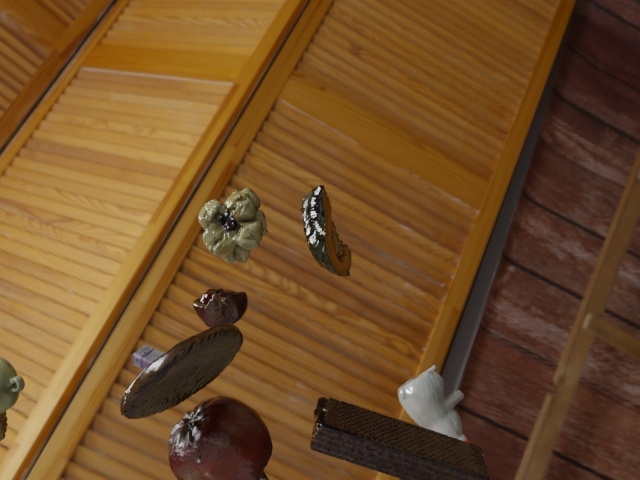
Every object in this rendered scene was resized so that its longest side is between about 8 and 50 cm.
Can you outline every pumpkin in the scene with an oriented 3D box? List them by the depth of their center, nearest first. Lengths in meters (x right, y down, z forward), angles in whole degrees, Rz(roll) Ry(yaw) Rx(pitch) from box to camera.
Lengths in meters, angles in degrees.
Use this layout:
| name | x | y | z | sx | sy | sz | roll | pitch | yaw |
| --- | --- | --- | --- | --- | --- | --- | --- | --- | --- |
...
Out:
| name | x | y | z | sx | sy | sz | roll | pitch | yaw |
| --- | --- | --- | --- | --- | --- | --- | --- | --- | --- |
| pumpkin | -0.005 | -0.002 | 1.746 | 0.111 | 0.163 | 0.278 | -13 | 117 | 19 |

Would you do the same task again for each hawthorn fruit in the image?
| name | x | y | z | sx | sy | sz | roll | pitch | yaw |
| --- | --- | --- | --- | --- | --- | --- | --- | --- | --- |
| hawthorn fruit | -0.237 | 0.554 | 1.515 | 0.300 | 0.254 | 0.254 | 50 | 154 | -13 |

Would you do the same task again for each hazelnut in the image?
| name | x | y | z | sx | sy | sz | roll | pitch | yaw |
| --- | --- | --- | --- | --- | --- | --- | --- | --- | --- |
| hazelnut | -0.369 | 0.244 | 2.197 | 0.160 | 0.201 | 0.170 | 61 | -178 | -9 |

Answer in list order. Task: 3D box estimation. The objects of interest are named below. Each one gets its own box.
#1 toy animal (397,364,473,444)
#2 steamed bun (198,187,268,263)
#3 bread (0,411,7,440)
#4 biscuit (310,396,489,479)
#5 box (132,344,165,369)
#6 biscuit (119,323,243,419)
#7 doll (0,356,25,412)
| name | x | y | z | sx | sy | sz | roll | pitch | yaw |
| --- | --- | --- | --- | --- | --- | --- | --- | --- | --- |
| toy animal | 0.331 | 0.487 | 1.618 | 0.282 | 0.138 | 0.140 | 50 | 126 | -1 |
| steamed bun | -0.235 | -0.031 | 1.541 | 0.177 | 0.192 | 0.106 | -20 | 177 | 25 |
| bread | -1.019 | 0.470 | 1.656 | 0.156 | 0.204 | 0.288 | -11 | 109 | 48 |
| biscuit | 0.162 | 0.438 | 1.239 | 0.388 | 0.073 | 0.107 | 19 | -160 | -4 |
| box | -0.405 | 0.303 | 1.454 | 0.117 | 0.050 | 0.036 | 17 | 118 | 18 |
| biscuit | -0.311 | 0.306 | 1.347 | 0.040 | 0.318 | 0.318 | 50 | 167 | 19 |
| doll | -0.666 | 0.276 | 1.114 | 0.296 | 0.141 | 0.117 | -6 | 178 | 19 |
